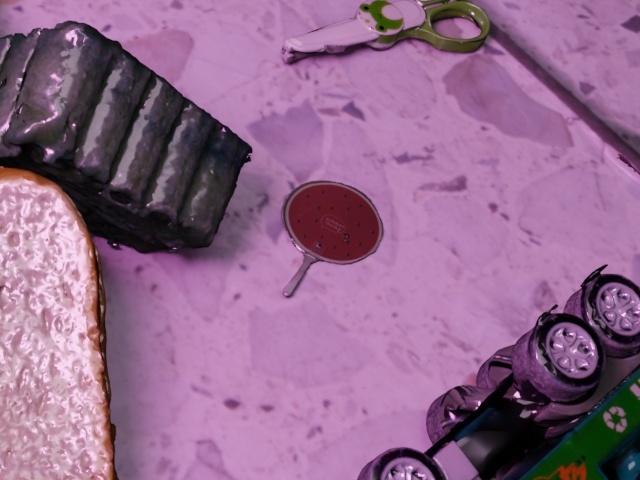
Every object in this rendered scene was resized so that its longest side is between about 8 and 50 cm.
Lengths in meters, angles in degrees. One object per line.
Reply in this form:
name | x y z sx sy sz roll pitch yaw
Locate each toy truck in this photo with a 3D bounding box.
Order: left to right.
toy truck | 0.146 0.165 1.139 0.363 0.176 0.178 -31 80 -34

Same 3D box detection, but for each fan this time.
fan | 0.000 0.000 1.316 0.085 0.005 0.133 28 51 4

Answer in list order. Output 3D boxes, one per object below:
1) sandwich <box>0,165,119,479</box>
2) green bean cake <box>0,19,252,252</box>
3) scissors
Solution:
sandwich | -0.280 0.081 1.090 0.288 0.099 0.254 -5 74 -19
green bean cake | -0.181 -0.065 1.237 0.208 0.193 0.107 32 64 -38
scissors | 0.053 -0.193 1.461 0.204 0.027 0.101 -18 60 -29
